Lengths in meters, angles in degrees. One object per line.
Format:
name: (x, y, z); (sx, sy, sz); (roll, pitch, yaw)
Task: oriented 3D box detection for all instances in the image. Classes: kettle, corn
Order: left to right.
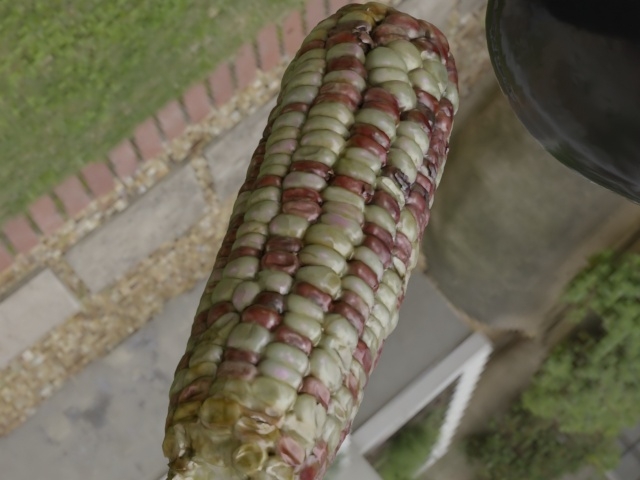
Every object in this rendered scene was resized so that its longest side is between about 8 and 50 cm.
corn: (0.000, 0.000, 0.472); (0.079, 0.079, 0.237); (-56, -170, 44)
kettle: (0.220, -0.115, 0.619); (0.255, 0.240, 0.165); (-40, 180, -36)
